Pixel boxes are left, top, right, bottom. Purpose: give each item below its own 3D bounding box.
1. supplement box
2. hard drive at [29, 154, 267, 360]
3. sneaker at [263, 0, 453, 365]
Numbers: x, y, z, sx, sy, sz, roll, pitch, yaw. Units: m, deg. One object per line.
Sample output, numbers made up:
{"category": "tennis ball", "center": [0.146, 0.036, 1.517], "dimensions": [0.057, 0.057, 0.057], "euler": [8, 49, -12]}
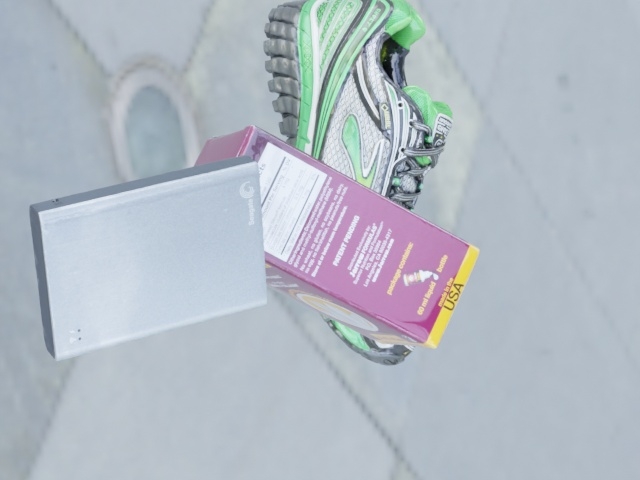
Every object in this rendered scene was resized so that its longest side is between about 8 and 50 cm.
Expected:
{"category": "supplement box", "center": [0.000, 0.000, 1.306], "dimensions": [0.188, 0.104, 0.081], "euler": [28, 80, -18]}
{"category": "hard drive", "center": [-0.097, 0.009, 1.087], "dimensions": [0.135, 0.022, 0.094], "euler": [-15, 118, -23]}
{"category": "sneaker", "center": [0.043, -0.061, 1.626], "dimensions": [0.134, 0.146, 0.343], "euler": [31, 50, -68]}
